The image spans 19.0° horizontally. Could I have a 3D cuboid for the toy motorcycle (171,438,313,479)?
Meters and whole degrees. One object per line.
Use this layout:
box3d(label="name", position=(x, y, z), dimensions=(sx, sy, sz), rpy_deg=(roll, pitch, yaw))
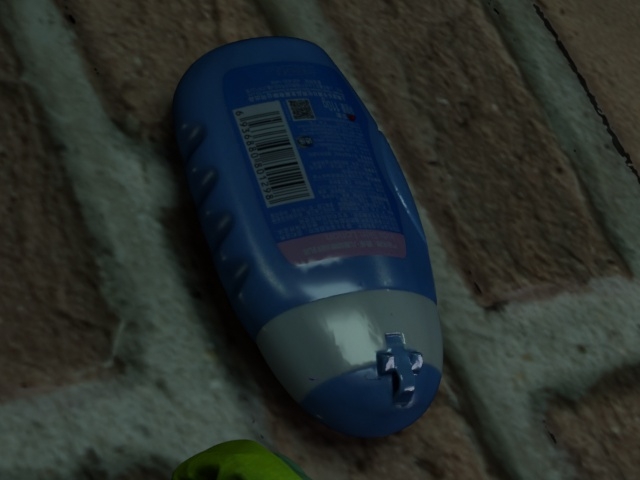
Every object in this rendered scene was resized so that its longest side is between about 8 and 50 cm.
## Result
box3d(label="toy motorcycle", position=(-0.004, 0.261, 0.916), dimensions=(0.191, 0.200, 0.326), rpy_deg=(-25, 81, -45))

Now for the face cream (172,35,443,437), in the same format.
box3d(label="face cream", position=(0.000, 0.000, 1.177), dimensions=(0.149, 0.083, 0.264), rpy_deg=(-2, 58, -31))
